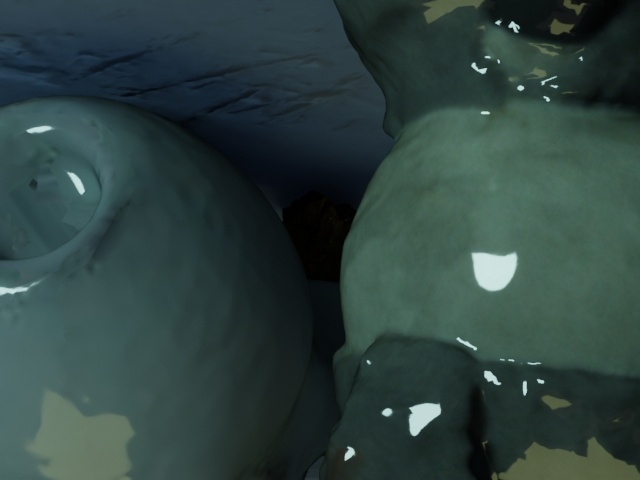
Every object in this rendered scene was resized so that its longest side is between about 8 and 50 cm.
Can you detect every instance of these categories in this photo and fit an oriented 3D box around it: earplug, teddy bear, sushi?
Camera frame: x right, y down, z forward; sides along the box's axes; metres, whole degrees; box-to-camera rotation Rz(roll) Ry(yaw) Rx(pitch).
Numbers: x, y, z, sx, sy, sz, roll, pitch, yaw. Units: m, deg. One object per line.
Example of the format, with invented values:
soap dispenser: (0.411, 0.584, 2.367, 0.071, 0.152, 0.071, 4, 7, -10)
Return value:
earplug: (-0.045, 0.073, 0.748, 0.325, 0.214, 0.175, 41, 152, -20)
teddy bear: (0.079, -0.016, 0.508, 0.144, 0.251, 0.171, -6, 178, 24)
sushi: (0.000, 0.000, 0.866, 0.050, 0.047, 0.099, -3, 175, -2)
